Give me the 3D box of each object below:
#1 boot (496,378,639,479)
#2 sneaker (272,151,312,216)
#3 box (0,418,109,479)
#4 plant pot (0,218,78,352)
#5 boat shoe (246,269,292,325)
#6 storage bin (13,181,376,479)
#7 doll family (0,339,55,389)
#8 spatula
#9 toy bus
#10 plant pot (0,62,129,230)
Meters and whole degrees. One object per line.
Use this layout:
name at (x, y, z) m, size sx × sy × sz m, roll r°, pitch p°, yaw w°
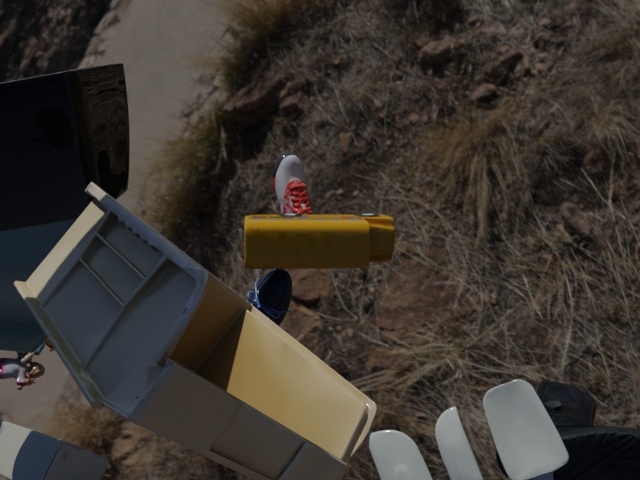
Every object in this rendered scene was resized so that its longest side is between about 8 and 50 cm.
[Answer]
boot at (0.402, 0.283, 0.917) m, size 0.246 × 0.207 × 0.094 m, roll -10°, pitch 98°, yaw 31°
sneaker at (-0.042, -0.068, 1.445) m, size 0.145 × 0.090 × 0.270 m, roll 23°, pitch 116°, yaw 52°
box at (-0.529, 0.418, 1.147) m, size 0.275 × 0.113 × 0.094 m, roll -5°, pitch 54°, yaw 42°
plant pot at (-0.523, 0.042, 1.000) m, size 0.247 × 0.247 × 0.253 m, roll 15°, pitch 93°, yaw 59°
boat shoe at (-0.136, 0.181, 1.356) m, size 0.109 × 0.089 × 0.258 m, roll 20°, pitch 82°, yaw 13°
storage bin at (-0.112, 0.101, 0.574) m, size 0.260 × 0.262 × 0.123 m, roll 28°, pitch 77°, yaw 46°
doll family at (-0.679, 0.206, 1.392) m, size 0.118 × 0.163 × 0.263 m, roll -58°, pitch 37°, yaw 29°
spatula at (0.159, 0.264, 0.541) m, size 0.168 × 0.019 × 0.242 m, roll -24°, pitch 78°, yaw 9°
toy bus at (0.000, 0.000, 1.325) m, size 0.130 × 0.332 × 0.108 m, roll -128°, pitch 39°, yaw -78°
plant pot at (-0.337, -0.115, 0.746) m, size 0.188 × 0.167 × 0.187 m, roll -9°, pitch 18°, yaw 2°
